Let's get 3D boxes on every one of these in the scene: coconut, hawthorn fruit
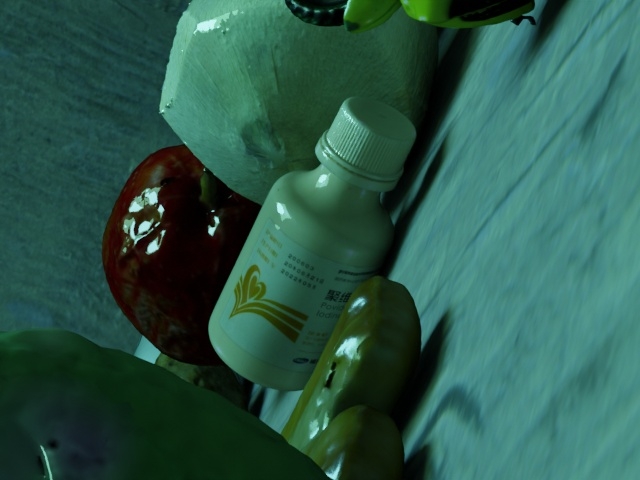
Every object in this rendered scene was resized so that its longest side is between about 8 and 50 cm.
[{"bbox_3d":[-0.020,-0.148,1.651,0.245,0.245,0.247,-62,2,43],"label":"coconut"},{"bbox_3d":[-0.106,-0.010,1.816,0.210,0.230,0.266,-58,-18,-31],"label":"hawthorn fruit"}]

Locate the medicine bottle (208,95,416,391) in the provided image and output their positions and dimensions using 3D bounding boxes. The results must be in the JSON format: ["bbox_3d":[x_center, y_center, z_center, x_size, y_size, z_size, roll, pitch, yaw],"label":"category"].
[{"bbox_3d":[0.000,0.000,1.533,0.114,0.114,0.252,-78,12,-63],"label":"medicine bottle"}]

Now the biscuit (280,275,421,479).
[{"bbox_3d":[-0.014,0.186,1.158,0.237,0.062,0.290,-77,11,-60],"label":"biscuit"}]

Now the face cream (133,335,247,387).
[{"bbox_3d":[-0.157,0.137,2.301,0.369,0.145,0.145,-81,16,-67],"label":"face cream"}]

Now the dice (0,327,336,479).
[{"bbox_3d":[-0.154,0.252,0.878,0.322,0.318,0.330,120,171,-50],"label":"dice"}]

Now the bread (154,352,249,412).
[{"bbox_3d":[-0.153,0.228,2.016,0.230,0.123,0.230,-161,90,-82],"label":"bread"}]

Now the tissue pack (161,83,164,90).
[{"bbox_3d":[0.006,-0.250,1.872,0.125,0.242,0.343,53,130,37],"label":"tissue pack"}]

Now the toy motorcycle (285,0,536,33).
[{"bbox_3d":[0.120,-0.278,1.283,0.342,0.206,0.142,-58,-27,-5],"label":"toy motorcycle"}]
